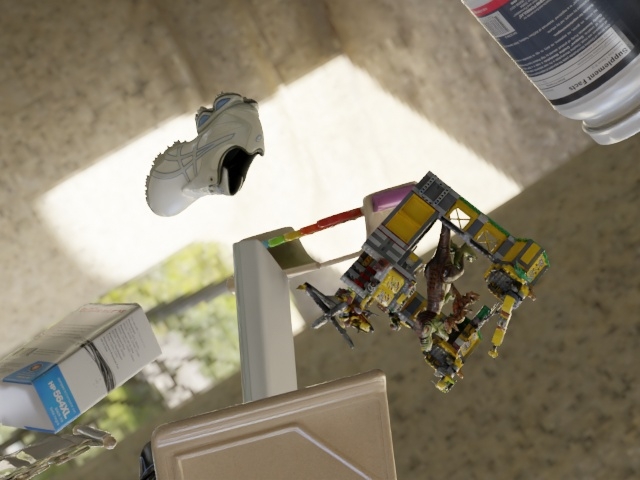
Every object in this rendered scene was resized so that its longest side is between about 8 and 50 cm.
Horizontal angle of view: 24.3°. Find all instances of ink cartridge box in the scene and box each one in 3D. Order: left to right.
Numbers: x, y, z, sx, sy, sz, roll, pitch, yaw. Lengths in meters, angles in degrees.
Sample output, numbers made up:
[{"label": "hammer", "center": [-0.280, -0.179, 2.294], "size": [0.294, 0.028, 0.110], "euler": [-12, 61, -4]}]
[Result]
[{"label": "ink cartridge box", "center": [-0.341, 0.171, 2.044], "size": [0.148, 0.203, 0.086], "euler": [-2, 116, 49]}]

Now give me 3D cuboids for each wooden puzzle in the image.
[{"label": "wooden puzzle", "center": [-0.035, 0.243, 1.347], "size": [0.044, 0.221, 0.239], "euler": [-141, 42, -62]}]

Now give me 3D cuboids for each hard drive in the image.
[{"label": "hard drive", "center": [-0.066, 0.174, 1.940], "size": [0.203, 0.040, 0.308], "euler": [58, -155, -70]}]

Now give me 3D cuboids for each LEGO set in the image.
[{"label": "LEGO set", "center": [0.128, 0.085, 1.971], "size": [0.255, 0.192, 0.331], "euler": [44, 145, -1]}]

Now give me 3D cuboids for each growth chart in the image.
[{"label": "growth chart", "center": [-0.363, 0.272, 1.766], "size": [0.021, 0.237, 0.172], "euler": [70, 166, -9]}]

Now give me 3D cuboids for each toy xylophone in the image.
[{"label": "toy xylophone", "center": [0.000, 0.000, 2.187], "size": [0.322, 0.236, 0.081], "euler": [-18, 89, 40]}]

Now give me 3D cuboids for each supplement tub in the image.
[{"label": "supplement tub", "center": [0.318, -0.272, 1.820], "size": [0.272, 0.191, 0.191], "euler": [46, 166, -14]}]

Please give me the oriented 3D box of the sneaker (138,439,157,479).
[{"label": "sneaker", "center": [-0.168, 0.295, 1.656], "size": [0.090, 0.081, 0.232], "euler": [34, -165, -40]}]

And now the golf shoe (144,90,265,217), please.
[{"label": "golf shoe", "center": [-0.119, -0.069, 1.520], "size": [0.176, 0.069, 0.086], "euler": [-49, 51, 34]}]
